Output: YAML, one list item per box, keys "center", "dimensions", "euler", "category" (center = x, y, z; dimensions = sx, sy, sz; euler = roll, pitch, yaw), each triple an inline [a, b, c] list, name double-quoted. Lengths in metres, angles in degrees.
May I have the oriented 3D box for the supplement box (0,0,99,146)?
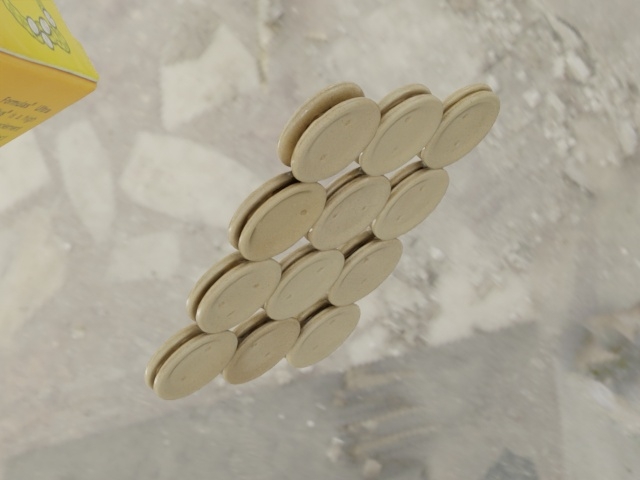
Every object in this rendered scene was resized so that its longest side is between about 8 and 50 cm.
- center: [-0.324, -0.078, 0.762]
  dimensions: [0.356, 0.195, 0.194]
  euler: [-30, 85, 9]
  category: "supplement box"

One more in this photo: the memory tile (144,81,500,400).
- center: [0.000, 0.000, 0.585]
  dimensions: [0.012, 0.113, 0.148]
  euler: [49, 124, 24]
  category: "memory tile"
